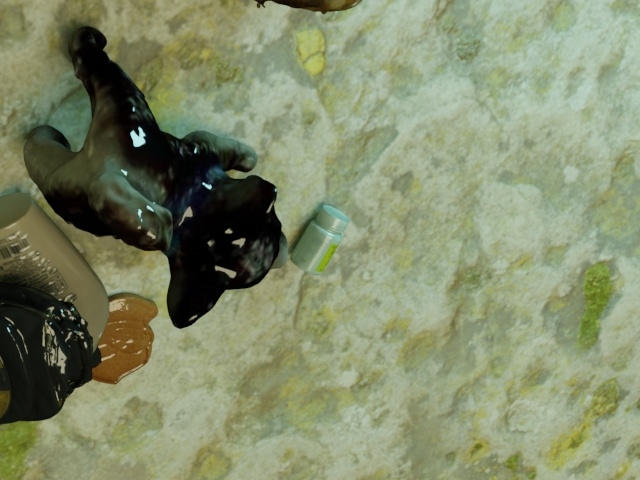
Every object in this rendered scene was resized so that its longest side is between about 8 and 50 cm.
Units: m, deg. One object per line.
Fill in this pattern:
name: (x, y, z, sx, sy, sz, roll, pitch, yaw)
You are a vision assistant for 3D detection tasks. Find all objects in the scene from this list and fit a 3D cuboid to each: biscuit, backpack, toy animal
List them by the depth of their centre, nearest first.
toy animal: (-0.161, -0.037, 1.864, 0.344, 0.302, 0.194, 30, 105, -38)
backpack: (-0.381, 0.125, 1.917, 0.258, 0.133, 0.206, 3, 125, 19)
biscuit: (-0.253, 0.124, 2.100, 0.102, 0.019, 0.130, 3, 119, -29)

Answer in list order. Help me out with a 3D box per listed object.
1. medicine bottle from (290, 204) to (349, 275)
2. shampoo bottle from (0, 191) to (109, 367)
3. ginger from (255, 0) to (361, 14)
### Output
medicine bottle: (0.000, 0.000, 2.141, 0.047, 0.047, 0.083, 20, 109, -37)
shampoo bottle: (-0.323, 0.060, 1.979, 0.127, 0.078, 0.257, -24, 128, -3)
ginger: (-0.075, -0.346, 1.839, 0.133, 0.107, 0.309, -39, 128, 17)
